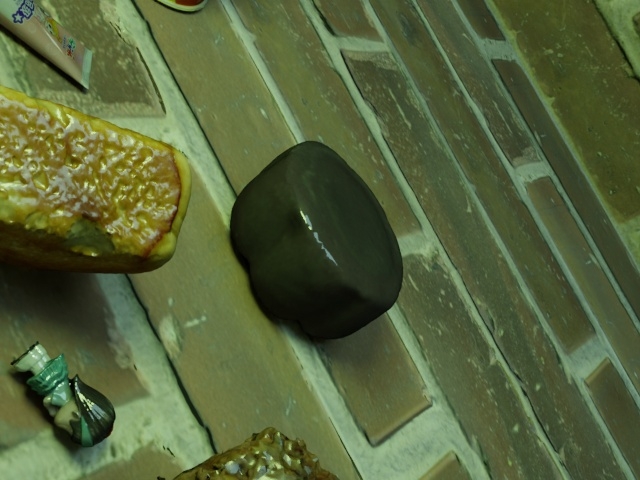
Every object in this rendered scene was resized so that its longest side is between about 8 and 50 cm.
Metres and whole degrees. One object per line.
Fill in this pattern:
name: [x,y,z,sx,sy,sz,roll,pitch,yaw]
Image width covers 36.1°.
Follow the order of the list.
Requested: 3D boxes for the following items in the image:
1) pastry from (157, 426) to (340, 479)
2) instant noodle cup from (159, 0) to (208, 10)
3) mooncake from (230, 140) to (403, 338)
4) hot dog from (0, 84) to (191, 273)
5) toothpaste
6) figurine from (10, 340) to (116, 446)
pastry: [-0.076,0.290,0.809,0.275,0.193,0.275,5,83,-47]
instant noodle cup: [-0.173,-0.445,1.325,0.213,0.174,0.213,35,37,-32]
mooncake: [0.000,0.000,1.211,0.245,0.133,0.245,36,36,-32]
hot dog: [-0.252,-0.053,0.866,0.256,0.153,0.150,18,77,-35]
toothpaste: [-0.321,-0.241,1.059,0.194,0.043,0.067,39,32,-39]
figurine: [-0.221,0.135,0.856,0.106,0.047,0.060,49,-11,-5]
